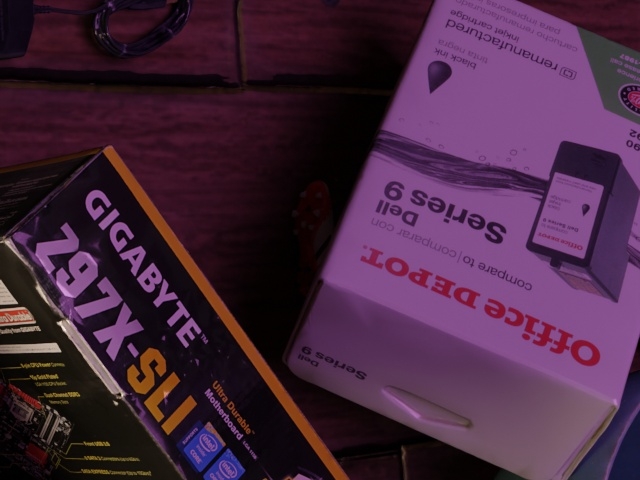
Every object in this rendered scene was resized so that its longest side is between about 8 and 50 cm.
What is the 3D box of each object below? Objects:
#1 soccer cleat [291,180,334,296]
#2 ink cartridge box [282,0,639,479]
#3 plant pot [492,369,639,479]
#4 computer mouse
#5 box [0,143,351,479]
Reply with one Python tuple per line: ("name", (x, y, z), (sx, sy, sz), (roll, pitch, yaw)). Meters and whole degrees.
("soccer cleat", (0.000, 0.000, 1.266), (0.035, 0.029, 0.083), (5, 85, -48))
("ink cartridge box", (0.125, -0.012, 1.224), (0.211, 0.121, 0.289), (23, 55, 0))
("plant pot", (0.224, 0.232, 1.317), (0.290, 0.195, 0.290), (6, 81, -40))
("computer mouse", (-0.177, -0.146, 1.132), (0.242, 0.041, 0.071), (-6, 97, -47))
("box", (-0.146, 0.087, 0.940), (0.079, 0.322, 0.257), (-46, 113, -32))
